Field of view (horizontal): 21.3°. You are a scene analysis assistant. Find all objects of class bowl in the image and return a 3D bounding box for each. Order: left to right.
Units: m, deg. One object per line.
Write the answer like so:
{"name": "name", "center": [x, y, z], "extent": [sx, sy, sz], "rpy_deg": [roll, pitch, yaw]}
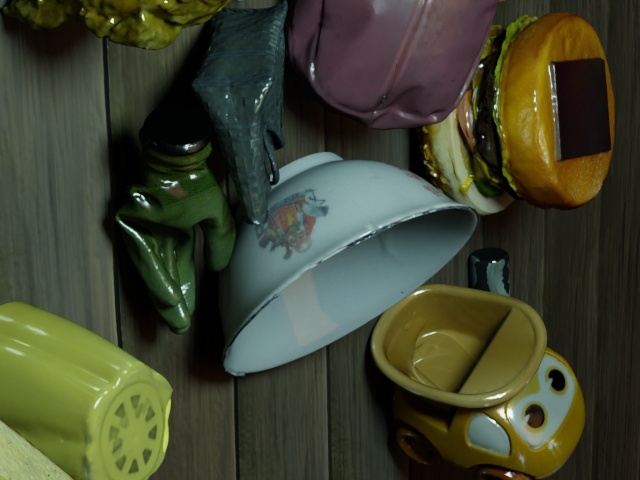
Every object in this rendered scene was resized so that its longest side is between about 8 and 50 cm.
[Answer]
{"name": "bowl", "center": [0.000, 0.000, 1.973], "extent": [0.345, 0.345, 0.157], "rpy_deg": [-4, 58, -56]}

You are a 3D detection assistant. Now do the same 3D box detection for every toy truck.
{"name": "toy truck", "center": [0.216, 0.203, 2.313], "extent": [0.204, 0.288, 0.211], "rpy_deg": [-53, 150, -31]}

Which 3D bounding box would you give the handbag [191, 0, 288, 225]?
{"name": "handbag", "center": [-0.074, -0.149, 1.872], "extent": [0.270, 0.088, 0.175], "rpy_deg": [-83, 166, -56]}

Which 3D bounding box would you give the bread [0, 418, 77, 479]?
{"name": "bread", "center": [-0.349, 0.320, 1.497], "extent": [0.323, 0.143, 0.333], "rpy_deg": [-39, 138, -1]}

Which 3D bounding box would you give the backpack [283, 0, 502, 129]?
{"name": "backpack", "center": [0.089, -0.290, 2.017], "extent": [0.283, 0.197, 0.317], "rpy_deg": [13, 98, -18]}

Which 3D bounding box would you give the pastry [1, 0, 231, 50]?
{"name": "pastry", "center": [-0.165, -0.300, 1.623], "extent": [0.132, 0.240, 0.235], "rpy_deg": [1, 99, -61]}

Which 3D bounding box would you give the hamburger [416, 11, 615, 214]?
{"name": "hamburger", "center": [0.257, -0.166, 2.295], "extent": [0.291, 0.225, 0.291], "rpy_deg": [-4, 95, -57]}

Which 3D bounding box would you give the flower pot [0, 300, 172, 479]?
{"name": "flower pot", "center": [-0.251, 0.172, 1.675], "extent": [0.195, 0.179, 0.195], "rpy_deg": [-23, 119, -51]}

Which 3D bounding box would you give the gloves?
{"name": "gloves", "center": [-0.156, -0.022, 1.824], "extent": [0.135, 0.107, 0.268], "rpy_deg": [-12, 125, -22]}

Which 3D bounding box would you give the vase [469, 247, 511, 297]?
{"name": "vase", "center": [0.253, 0.117, 2.515], "extent": [0.060, 0.060, 0.211], "rpy_deg": [-29, 122, -49]}
